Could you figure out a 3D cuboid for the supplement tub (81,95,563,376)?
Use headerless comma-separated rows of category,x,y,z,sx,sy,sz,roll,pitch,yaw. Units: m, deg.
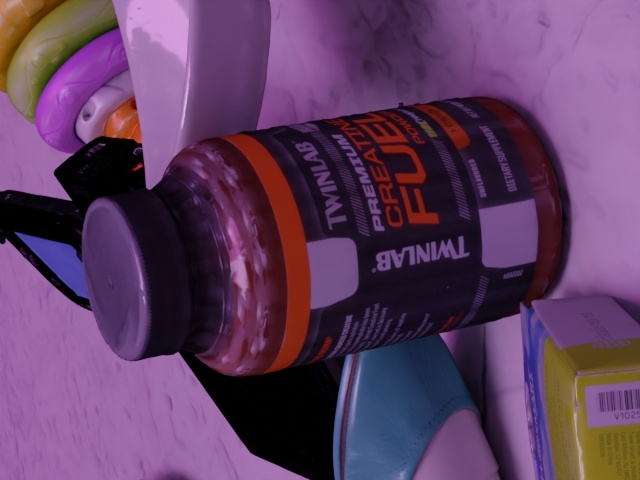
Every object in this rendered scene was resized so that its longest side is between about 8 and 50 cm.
supplement tub,0.000,0.000,0.778,0.106,0.198,0.106,33,129,54

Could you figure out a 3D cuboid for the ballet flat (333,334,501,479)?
ballet flat,0.054,0.148,0.882,0.087,0.083,0.247,22,122,32

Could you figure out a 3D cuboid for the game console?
game console,-0.106,0.032,1.071,0.213,0.044,0.361,57,160,-20

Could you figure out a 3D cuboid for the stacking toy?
stacking toy,-0.145,-0.120,1.117,0.302,0.175,0.165,52,152,20

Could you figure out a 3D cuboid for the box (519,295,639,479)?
box,0.110,0.085,0.703,0.178,0.042,0.109,-82,-14,-83

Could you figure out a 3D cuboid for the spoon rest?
spoon rest,-0.071,-0.127,0.887,0.276,0.084,0.137,-91,12,-48
